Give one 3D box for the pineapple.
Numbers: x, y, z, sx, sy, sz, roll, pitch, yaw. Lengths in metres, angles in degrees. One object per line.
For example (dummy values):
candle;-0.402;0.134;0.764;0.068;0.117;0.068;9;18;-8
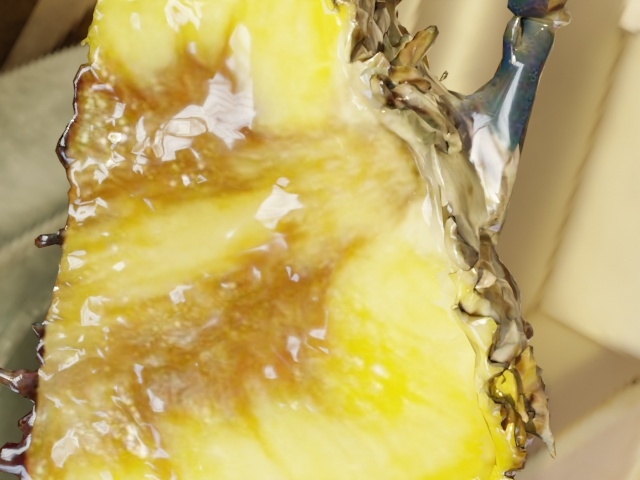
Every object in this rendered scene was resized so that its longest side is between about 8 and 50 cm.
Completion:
pineapple;0.005;0.002;0.538;0.161;0.158;0.334;-49;148;-63
